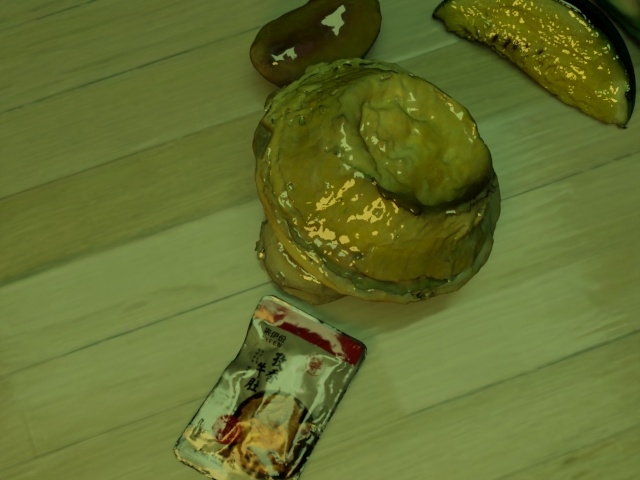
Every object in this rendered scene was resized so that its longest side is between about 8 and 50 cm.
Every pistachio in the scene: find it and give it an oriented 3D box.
[{"bbox_3d":[-0.003,-0.255,1.418,0.189,0.100,0.110,-33,104,-16],"label":"pistachio"}]

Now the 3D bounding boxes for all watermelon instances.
[{"bbox_3d":[0.304,-0.267,1.440,0.301,0.123,0.129,34,112,5],"label":"watermelon"}]

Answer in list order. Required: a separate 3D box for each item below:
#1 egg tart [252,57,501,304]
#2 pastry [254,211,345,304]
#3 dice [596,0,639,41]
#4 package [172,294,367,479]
[{"bbox_3d":[0.089,-0.093,1.310,0.345,0.132,0.345,12,59,-21],"label":"egg tart"},{"bbox_3d":[0.000,0.000,1.369,0.166,0.088,0.165,0,79,-2],"label":"pastry"},{"bbox_3d":[0.487,-0.423,1.358,0.287,0.300,0.297,43,82,10],"label":"dice"},{"bbox_3d":[-0.061,0.200,1.357,0.154,0.030,0.239,29,81,6],"label":"package"}]
